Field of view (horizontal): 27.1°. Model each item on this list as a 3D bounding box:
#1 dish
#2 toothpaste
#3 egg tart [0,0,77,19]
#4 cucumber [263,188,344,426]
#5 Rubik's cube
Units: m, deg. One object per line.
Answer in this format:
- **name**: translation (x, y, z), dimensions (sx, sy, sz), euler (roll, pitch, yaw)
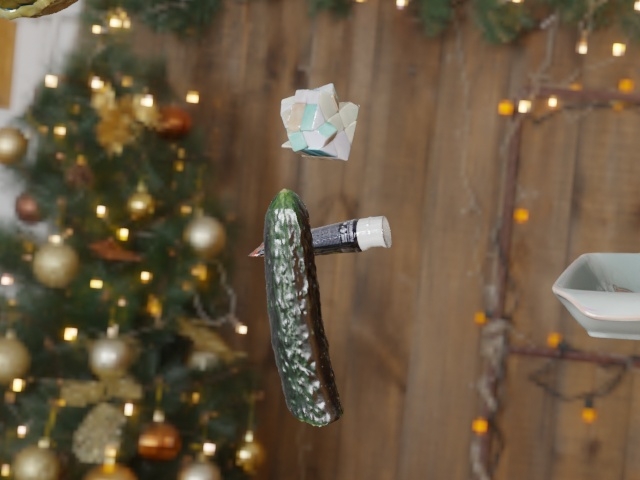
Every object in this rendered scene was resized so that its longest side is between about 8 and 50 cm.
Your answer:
- **dish**: translation (0.327, 0.064, 1.374), dimensions (0.154, 0.064, 0.234), euler (2, 10, 22)
- **toothpaste**: translation (0.000, 0.000, 1.826), dimensions (0.193, 0.045, 0.071), euler (-8, 14, 17)
- **egg tart**: translation (-0.410, -0.424, 1.505), dimensions (0.387, 0.388, 0.169), euler (6, 29, 27)
- **cucumber**: translation (-0.021, 0.059, 1.200), dimensions (0.058, 0.215, 0.052), euler (-2, 10, 41)
- **Rubik's cube**: translation (-0.008, -0.127, 1.392), dimensions (0.073, 0.084, 0.075), euler (17, -25, -42)
